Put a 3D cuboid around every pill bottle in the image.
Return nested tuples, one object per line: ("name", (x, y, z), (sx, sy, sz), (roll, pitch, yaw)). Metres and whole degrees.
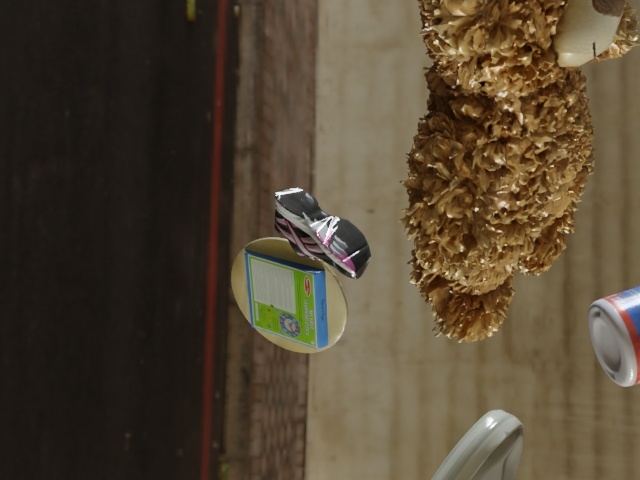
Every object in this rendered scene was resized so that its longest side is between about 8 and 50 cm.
("pill bottle", (0.487, 0.107, 1.435), (0.124, 0.221, 0.124), (162, -90, -82))

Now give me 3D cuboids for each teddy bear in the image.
("teddy bear", (0.137, -0.071, 0.714), (0.245, 0.113, 0.338), (-24, 134, -39))

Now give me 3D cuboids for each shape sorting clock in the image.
("shape sorting clock", (-0.049, 0.086, 1.657), (0.040, 0.206, 0.206), (-41, 136, -46))

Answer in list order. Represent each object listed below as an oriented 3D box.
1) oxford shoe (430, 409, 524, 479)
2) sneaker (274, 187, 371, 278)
("oxford shoe", (0.099, 0.368, 0.939), (0.169, 0.130, 0.449), (29, 84, -63))
("sneaker", (0.000, 0.000, 1.540), (0.072, 0.178, 0.077), (-24, 145, -35))
